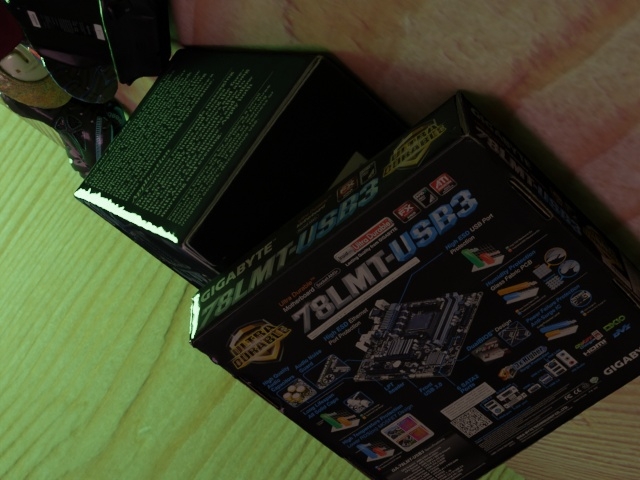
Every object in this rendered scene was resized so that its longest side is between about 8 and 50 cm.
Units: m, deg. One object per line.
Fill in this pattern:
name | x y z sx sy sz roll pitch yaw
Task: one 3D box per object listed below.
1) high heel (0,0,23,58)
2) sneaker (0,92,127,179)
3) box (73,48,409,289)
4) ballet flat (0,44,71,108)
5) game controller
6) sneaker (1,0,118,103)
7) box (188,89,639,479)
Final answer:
high heel | -0.516 -0.374 1.521 0.127 0.181 0.377 -22 94 40
sneaker | -0.404 -0.228 2.073 0.139 0.125 0.341 -4 146 32
box | -0.036 -0.024 1.271 0.293 0.212 0.395 38 172 -24
ballet flat | -0.488 -0.314 1.847 0.348 0.123 0.123 40 171 -31
game controller | -0.242 -0.236 1.308 0.166 0.067 0.319 19 171 -3
sneaker | -0.365 -0.275 1.714 0.221 0.083 0.087 43 -176 -13
box | 0.095 0.067 1.031 0.293 0.295 0.073 40 -155 -26
